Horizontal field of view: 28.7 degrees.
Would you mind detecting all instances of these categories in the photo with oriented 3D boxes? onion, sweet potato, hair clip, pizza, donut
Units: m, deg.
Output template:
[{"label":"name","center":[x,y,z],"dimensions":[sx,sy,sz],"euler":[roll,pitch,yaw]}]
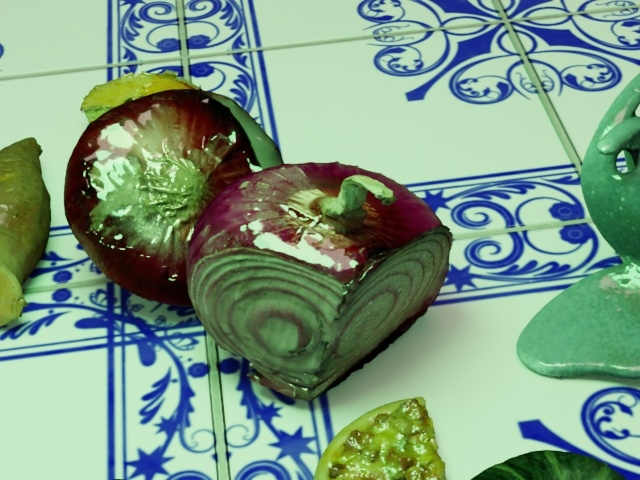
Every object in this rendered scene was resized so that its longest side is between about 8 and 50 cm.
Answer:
[{"label":"onion","center":[-0.176,-0.046,1.486],"dimensions":[0.272,0.195,0.272],"euler":[8,72,-25]},{"label":"onion","center":[-0.010,0.017,1.346],"dimensions":[0.230,0.272,0.256],"euler":[33,19,26]},{"label":"sweet potato","center":[-0.387,-0.037,1.534],"dimensions":[0.131,0.131,0.336],"euler":[1,41,6]},{"label":"hair clip","center":[0.430,-0.014,1.333],"dimensions":[0.318,0.238,0.392],"euler":[23,46,35]},{"label":"pizza","center":[0.073,0.216,1.246],"dimensions":[0.134,0.046,0.175],"euler":[19,44,25]},{"label":"donut","center":[-0.233,-0.174,1.725],"dimensions":[0.181,0.078,0.146],"euler":[20,44,35]}]

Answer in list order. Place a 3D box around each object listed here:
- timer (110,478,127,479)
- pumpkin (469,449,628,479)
[{"label":"timer","center":[-0.148,0.298,1.158],"dimensions":[0.187,0.055,0.144],"euler":[12,41,17]},{"label":"pumpkin","center":[0.199,0.283,1.077],"dimensions":[0.211,0.152,0.211],"euler":[7,51,-9]}]
